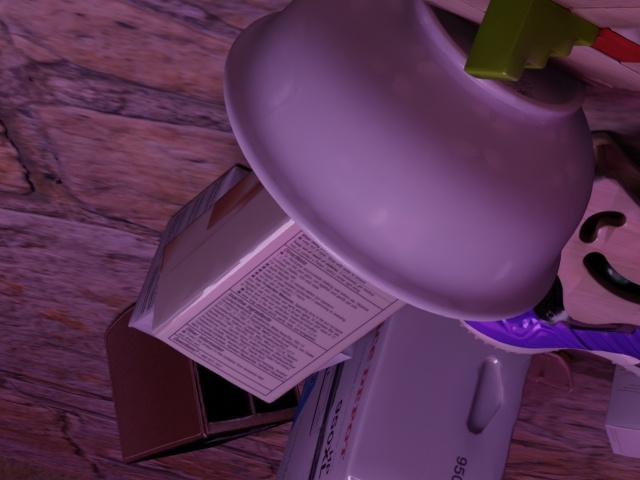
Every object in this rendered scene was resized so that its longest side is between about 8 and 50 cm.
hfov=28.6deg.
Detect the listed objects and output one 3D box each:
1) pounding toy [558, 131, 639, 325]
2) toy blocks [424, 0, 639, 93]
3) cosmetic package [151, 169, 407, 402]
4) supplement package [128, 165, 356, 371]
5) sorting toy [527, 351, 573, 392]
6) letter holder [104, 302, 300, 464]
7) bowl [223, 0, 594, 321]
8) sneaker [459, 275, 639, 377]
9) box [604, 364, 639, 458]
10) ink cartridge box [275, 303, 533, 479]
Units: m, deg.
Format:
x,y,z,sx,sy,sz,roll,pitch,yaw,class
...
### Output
x,y,z,sx,sy,sz,roll,pitch,yaw,class
0.273,-0.027,1.117,0.270,0.155,0.154,5,126,4,pounding toy
0.243,-0.134,0.724,0.261,0.190,0.381,22,180,-23,toy blocks
0.000,0.000,1.131,0.153,0.129,0.296,36,123,-28,cosmetic package
-0.073,0.048,1.394,0.194,0.149,0.203,26,154,-19,supplement package
0.263,0.158,1.543,0.083,0.044,0.075,20,162,-7,sorting toy
-0.177,0.181,1.774,0.152,0.214,0.302,-7,168,-31,letter holder
0.090,-0.100,0.886,0.298,0.298,0.134,26,129,-18,bowl
0.283,0.058,1.265,0.293,0.102,0.146,13,151,-2,sneaker
0.400,0.207,1.497,0.102,0.087,0.101,6,153,23,box
0.084,0.213,1.476,0.166,0.285,0.395,21,154,-8,ink cartridge box
